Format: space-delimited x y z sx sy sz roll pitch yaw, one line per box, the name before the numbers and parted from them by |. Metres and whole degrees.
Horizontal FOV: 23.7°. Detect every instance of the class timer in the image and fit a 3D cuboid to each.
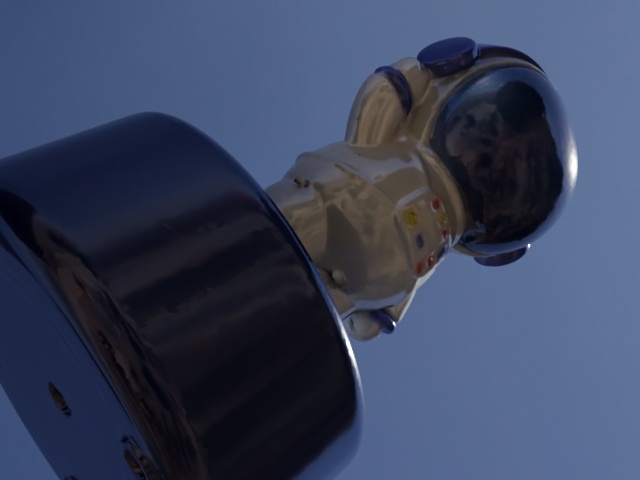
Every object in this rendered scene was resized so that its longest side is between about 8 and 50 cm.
timer | 0.000 0.000 0.921 0.384 0.270 0.270 -31 -77 -23
